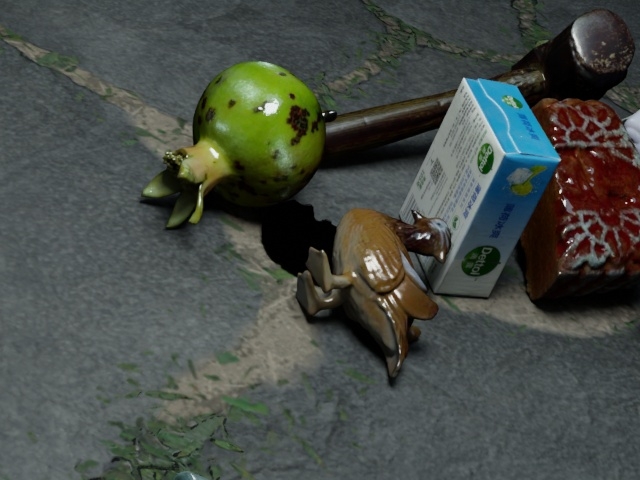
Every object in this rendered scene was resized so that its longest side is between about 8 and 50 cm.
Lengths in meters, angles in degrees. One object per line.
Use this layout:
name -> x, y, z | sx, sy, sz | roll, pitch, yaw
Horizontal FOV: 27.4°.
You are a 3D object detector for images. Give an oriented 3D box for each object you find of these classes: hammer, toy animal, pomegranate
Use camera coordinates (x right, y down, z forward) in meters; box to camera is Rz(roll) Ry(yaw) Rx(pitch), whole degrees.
hammer -> 0.166, -0.157, 1.587 | 0.408, 0.242, 0.095 | -18, 83, -22
toy animal -> 0.074, 0.048, 1.315 | 0.179, 0.089, 0.188 | -10, 64, -27
pomegranate -> -0.079, -0.089, 1.366 | 0.156, 0.156, 0.220 | 27, 53, 6

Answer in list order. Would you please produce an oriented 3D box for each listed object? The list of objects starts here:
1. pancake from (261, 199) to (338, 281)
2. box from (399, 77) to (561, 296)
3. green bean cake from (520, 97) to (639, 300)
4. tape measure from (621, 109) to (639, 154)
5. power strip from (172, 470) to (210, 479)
pancake -> -0.002, 0.004, 1.390 | 0.129, 0.023, 0.116 | 20, 35, 3
box -> 0.166, -0.056, 1.412 | 0.073, 0.194, 0.139 | 6, 39, -23
green bean cake -> 0.295, -0.052, 1.504 | 0.198, 0.097, 0.233 | 0, 66, -34
tape measure -> 0.431, -0.059, 1.591 | 0.105, 0.178, 0.196 | -38, 58, -14
power strip -> -0.106, 0.267, 0.966 | 0.137, 0.044, 0.216 | 31, 35, 9
